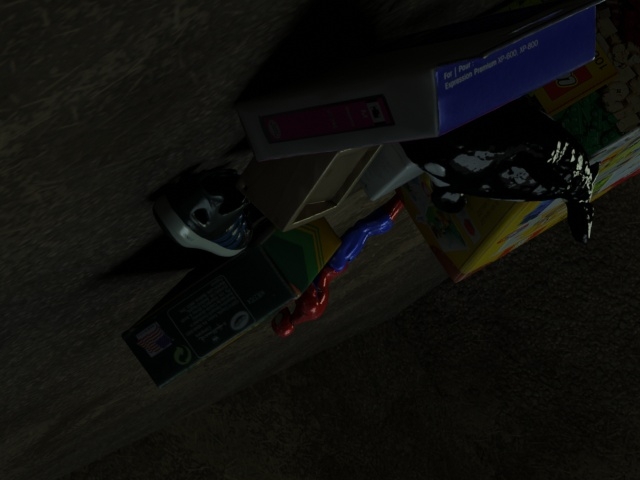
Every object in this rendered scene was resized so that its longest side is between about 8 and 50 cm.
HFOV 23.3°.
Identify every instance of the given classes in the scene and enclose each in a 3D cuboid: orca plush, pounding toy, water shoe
[{"bbox_3d":[0.195,-0.055,1.483,0.151,0.102,0.287,-47,137,6],"label":"orca plush"},{"bbox_3d":[-0.014,-0.087,1.575,0.130,0.100,0.141,-54,164,30],"label":"pounding toy"},{"bbox_3d":[-0.098,-0.031,1.605,0.080,0.073,0.203,-37,171,15],"label":"water shoe"}]

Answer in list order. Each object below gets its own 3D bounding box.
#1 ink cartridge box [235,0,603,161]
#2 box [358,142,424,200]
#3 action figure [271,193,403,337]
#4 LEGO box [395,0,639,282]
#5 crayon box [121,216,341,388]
[{"bbox_3d":[0.093,-0.136,1.290,0.175,0.069,0.371,-27,-170,-29],"label":"ink cartridge box"},{"bbox_3d":[0.079,-0.117,1.635,0.101,0.102,0.087,-30,173,-34],"label":"box"},{"bbox_3d":[0.000,0.000,2.142,0.280,0.139,0.091,-54,169,-4],"label":"action figure"},{"bbox_3d":[0.304,-0.165,1.867,0.372,0.193,0.500,-31,172,-10],"label":"LEGO box"},{"bbox_3d":[-0.091,0.047,1.844,0.202,0.081,0.318,-34,-175,18],"label":"crayon box"}]
